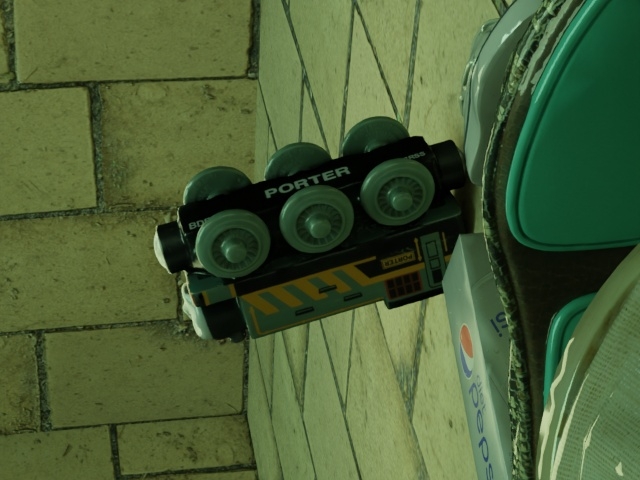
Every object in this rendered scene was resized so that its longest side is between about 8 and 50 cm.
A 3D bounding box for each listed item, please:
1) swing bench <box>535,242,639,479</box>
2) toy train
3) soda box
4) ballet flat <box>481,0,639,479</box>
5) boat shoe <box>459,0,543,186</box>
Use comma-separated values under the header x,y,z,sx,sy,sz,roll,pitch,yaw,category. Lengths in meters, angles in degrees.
x,y,z,sx,sy,sz,roll,pitch,yaw,category
0.218,0.067,0.448,0.253,0.255,0.165,-137,44,-76,swing bench
0.000,0.000,1.562,0.142,0.334,0.190,-113,7,-57,toy train
0.173,0.136,1.235,0.098,0.091,0.286,102,162,-62,soda box
0.176,-0.009,0.980,0.182,0.164,0.482,-105,11,-58,ballet flat
0.161,-0.141,1.218,0.267,0.096,0.088,87,170,-65,boat shoe
